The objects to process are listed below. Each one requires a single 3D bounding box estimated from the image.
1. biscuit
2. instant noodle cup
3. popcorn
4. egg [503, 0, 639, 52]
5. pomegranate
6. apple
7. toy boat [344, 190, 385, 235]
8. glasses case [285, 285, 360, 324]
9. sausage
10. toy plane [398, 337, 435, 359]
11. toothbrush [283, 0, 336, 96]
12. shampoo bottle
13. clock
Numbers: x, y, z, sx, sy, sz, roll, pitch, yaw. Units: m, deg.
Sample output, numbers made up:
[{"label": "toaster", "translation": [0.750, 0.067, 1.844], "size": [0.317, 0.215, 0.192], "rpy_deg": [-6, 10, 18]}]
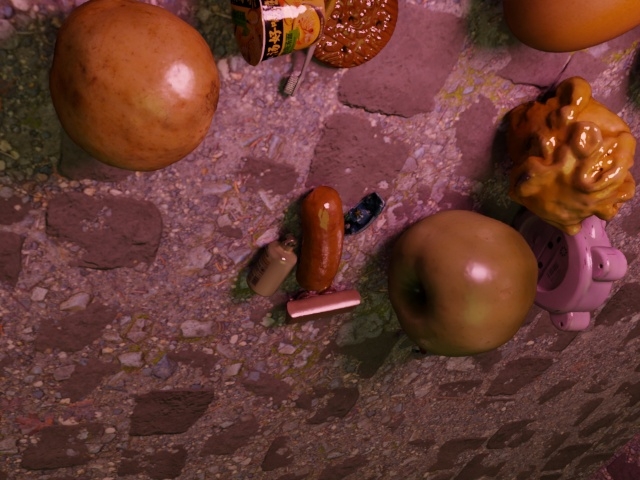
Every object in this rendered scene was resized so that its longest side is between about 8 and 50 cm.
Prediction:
[{"label": "biscuit", "translation": [0.054, -0.398, 1.048], "size": [0.187, 0.027, 0.188], "rpy_deg": [-12, 132, -13]}, {"label": "instant noodle cup", "translation": [-0.069, -0.368, 0.948], "size": [0.122, 0.151, 0.152], "rpy_deg": [-15, 134, -19]}, {"label": "popcorn", "translation": [0.522, -0.169, 1.271], "size": [0.280, 0.316, 0.297], "rpy_deg": [-22, 165, -31]}, {"label": "egg", "translation": [0.469, -0.468, 1.003], "size": [0.322, 0.250, 0.250], "rpy_deg": [-34, 134, 21]}, {"label": "pomegranate", "translation": [-0.285, -0.236, 0.907], "size": [0.260, 0.260, 0.261], "rpy_deg": [-11, 133, -13]}, {"label": "apple", "translation": [0.343, 0.101, 1.395], "size": [0.356, 0.357, 0.358], "rpy_deg": [-11, 133, -13]}, {"label": "toy boat", "translation": [0.091, -0.057, 1.341], "size": [0.137, 0.060, 0.060], "rpy_deg": [-42, 151, 24]}, {"label": "glasses case", "translation": [-0.004, 0.162, 1.503], "size": [0.193, 0.070, 0.102], "rpy_deg": [-9, 160, -17]}, {"label": "sausage", "translation": [-0.001, 0.001, 1.325], "size": [0.108, 0.109, 0.271], "rpy_deg": [-8, 130, -16]}, {"label": "toy plane", "translation": [0.398, 0.279, 1.738], "size": [0.326, 0.104, 0.223], "rpy_deg": [3, 129, -30]}, {"label": "toothbrush", "translation": [-0.005, -0.366, 1.012], "size": [0.024, 0.021, 0.288], "rpy_deg": [15, 136, -18]}, {"label": "shampoo bottle", "translation": [-0.103, 0.051, 1.344], "size": [0.079, 0.079, 0.162], "rpy_deg": [18, 120, -33]}, {"label": "clock", "translation": [0.601, 0.041, 1.458], "size": [0.113, 0.322, 0.296], "rpy_deg": [2, 128, -18]}]
